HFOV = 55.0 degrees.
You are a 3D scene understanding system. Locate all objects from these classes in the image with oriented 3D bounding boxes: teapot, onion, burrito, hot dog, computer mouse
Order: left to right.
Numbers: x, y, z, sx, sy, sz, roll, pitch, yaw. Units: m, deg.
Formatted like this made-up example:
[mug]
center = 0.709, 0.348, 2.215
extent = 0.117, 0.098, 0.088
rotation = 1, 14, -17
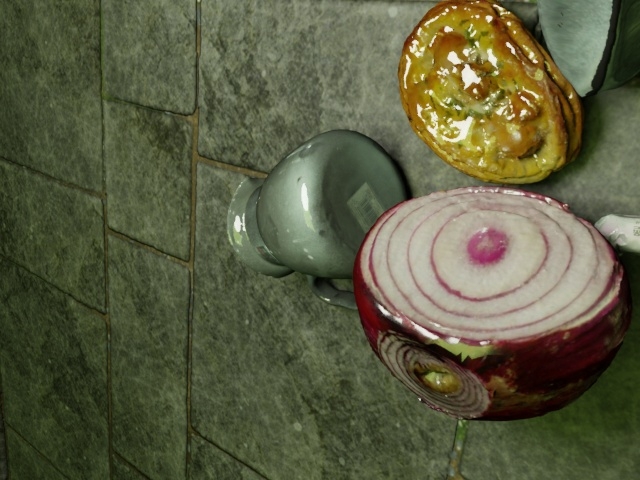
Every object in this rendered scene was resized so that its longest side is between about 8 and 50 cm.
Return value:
[teapot]
center = 0.002, -0.023, 1.015
extent = 0.285, 0.305, 0.223
rotation = -12, 57, 48
[onion]
center = 0.209, 0.102, 0.793
extent = 0.337, 0.281, 0.260
rotation = 9, 136, 27
[hot dog]
center = 0.217, -0.192, 0.807
extent = 0.196, 0.122, 0.272
rotation = -46, 70, 39
[computer mouse]
center = 0.294, -0.306, 0.593
extent = 0.114, 0.203, 0.373
rotation = 45, 164, 31
[burrito]
center = 0.427, 0.003, 0.725
extent = 0.203, 0.064, 0.064
rotation = 6, 105, 37
